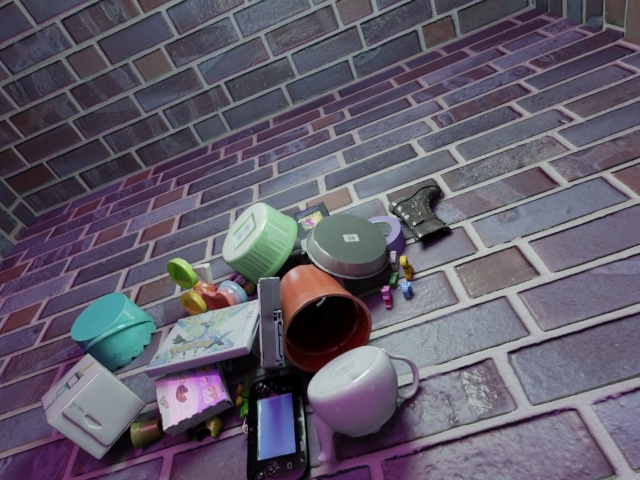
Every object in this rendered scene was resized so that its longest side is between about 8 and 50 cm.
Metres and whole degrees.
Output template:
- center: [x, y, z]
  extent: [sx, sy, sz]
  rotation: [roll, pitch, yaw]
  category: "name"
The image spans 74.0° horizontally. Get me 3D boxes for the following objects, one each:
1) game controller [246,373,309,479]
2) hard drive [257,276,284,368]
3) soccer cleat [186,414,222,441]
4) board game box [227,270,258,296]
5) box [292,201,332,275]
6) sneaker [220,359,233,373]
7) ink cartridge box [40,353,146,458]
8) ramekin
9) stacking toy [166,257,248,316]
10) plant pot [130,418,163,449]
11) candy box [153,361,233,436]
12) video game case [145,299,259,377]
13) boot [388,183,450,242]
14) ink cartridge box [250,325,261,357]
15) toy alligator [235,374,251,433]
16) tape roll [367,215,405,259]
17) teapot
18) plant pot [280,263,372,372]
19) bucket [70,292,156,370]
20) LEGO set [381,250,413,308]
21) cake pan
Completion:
- center: [-0.119, 0.517, 1.175]
  extent: [0.166, 0.067, 0.319]
  rotation: [-20, 37, 7]
  category: "game controller"
- center: [-0.148, 0.252, 1.244]
  extent: [0.064, 0.339, 0.237]
  rotation: [-2, 76, -9]
  category: "hard drive"
- center: [-0.383, 0.565, 1.284]
  extent: [0.178, 0.060, 0.072]
  rotation: [-8, 41, 19]
  category: "soccer cleat"
- center: [-0.286, 0.143, 1.751]
  extent: [0.140, 0.048, 0.170]
  rotation: [12, 51, 38]
  category: "board game box"
- center: [0.000, 0.000, 1.653]
  extent: [0.143, 0.165, 0.271]
  rotation: [-23, 36, 5]
  category: "box"
- center: [-0.385, 0.442, 1.397]
  extent: [0.152, 0.101, 0.269]
  rotation: [-11, 36, 24]
  category: "sneaker"
- center: [-0.737, 0.524, 1.372]
  extent: [0.269, 0.198, 0.197]
  rotation: [-4, 40, 53]
  category: "ink cartridge box"
- center: [-0.244, 0.002, 1.642]
  extent: [0.303, 0.148, 0.304]
  rotation: [-34, 37, 30]
  category: "ramekin"
- center: [-0.426, 0.162, 1.634]
  extent: [0.308, 0.280, 0.130]
  rotation: [2, 33, 34]
  category: "stacking toy"
- center: [-0.538, 0.598, 1.329]
  extent: [0.079, 0.084, 0.083]
  rotation: [-16, 36, -7]
  category: "plant pot"
- center: [-0.385, 0.462, 1.283]
  extent: [0.196, 0.070, 0.165]
  rotation: [-25, 53, -9]
  category: "candy box"
- center: [-0.362, 0.309, 1.389]
  extent: [0.328, 0.036, 0.300]
  rotation: [-15, 18, 7]
  category: "video game case"
- center: [0.409, -0.096, 1.605]
  extent: [0.262, 0.091, 0.229]
  rotation: [-25, 47, -17]
  category: "boot"
- center: [-0.201, 0.323, 1.443]
  extent: [0.122, 0.089, 0.052]
  rotation: [-43, 41, -22]
  category: "ink cartridge box"
- center: [-0.230, 0.501, 1.281]
  extent: [0.051, 0.056, 0.190]
  rotation: [-58, 25, 33]
  category: "toy alligator"
- center: [0.218, -0.003, 1.598]
  extent: [0.188, 0.080, 0.189]
  rotation: [-16, 37, 12]
  category: "tape roll"
- center: [0.106, 0.404, 1.090]
  extent: [0.255, 0.187, 0.252]
  rotation: [-28, 5, 26]
  category: "teapot"
- center: [-0.014, 0.218, 1.335]
  extent: [0.272, 0.273, 0.265]
  rotation: [-29, 29, -4]
  category: "plant pot"
- center: [-0.832, 0.358, 1.702]
  extent: [0.280, 0.183, 0.281]
  rotation: [-16, 37, 13]
  category: "bucket"
- center: [0.263, 0.109, 1.421]
  extent: [0.086, 0.093, 0.227]
  rotation: [-7, 40, 24]
  category: "LEGO set"
- center: [0.096, 0.008, 1.442]
  extent: [0.292, 0.054, 0.293]
  rotation: [6, 41, -5]
  category: "cake pan"
